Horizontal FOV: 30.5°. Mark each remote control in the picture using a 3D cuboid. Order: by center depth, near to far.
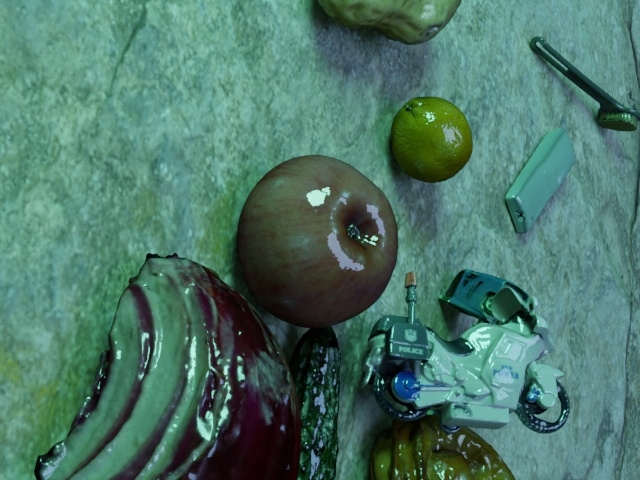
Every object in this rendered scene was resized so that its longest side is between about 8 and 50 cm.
[{"bbox_3d":[0.283,-0.078,1.497,0.162,0.029,0.061,-52,127,-40],"label":"remote control"}]

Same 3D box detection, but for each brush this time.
[{"bbox_3d":[0.355,-0.206,1.585,0.266,0.062,0.027,27,74,-44],"label":"brush"}]

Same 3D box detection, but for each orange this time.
[{"bbox_3d":[0.115,-0.108,1.230,0.095,0.085,0.085,53,49,-30],"label":"orange"}]

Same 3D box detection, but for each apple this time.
[{"bbox_3d":[0.000,0.000,1.038,0.153,0.120,0.153,7,80,-44],"label":"apple"}]

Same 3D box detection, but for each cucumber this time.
[{"bbox_3d":[-0.015,0.213,1.063,0.068,0.068,0.293,19,70,-51],"label":"cucumber"}]

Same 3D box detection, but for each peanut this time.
[{"bbox_3d":[0.074,-0.248,1.172,0.214,0.100,0.099,3,87,-53],"label":"peanut"}]

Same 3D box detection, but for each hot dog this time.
[{"bbox_3d":[0.128,0.313,1.204,0.196,0.122,0.272,-9,98,-46],"label":"hot dog"}]

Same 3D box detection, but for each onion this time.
[{"bbox_3d":[-0.078,0.179,0.918,0.280,0.146,0.314,48,48,-46],"label":"onion"}]

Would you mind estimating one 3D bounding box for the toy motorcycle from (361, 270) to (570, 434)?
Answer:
[{"bbox_3d":[0.148,0.116,1.187,0.221,0.102,0.150,7,67,-14],"label":"toy motorcycle"}]

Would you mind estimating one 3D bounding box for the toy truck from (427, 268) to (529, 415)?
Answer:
[{"bbox_3d":[0.159,0.119,1.305,0.067,0.081,0.175,30,84,-48],"label":"toy truck"}]
